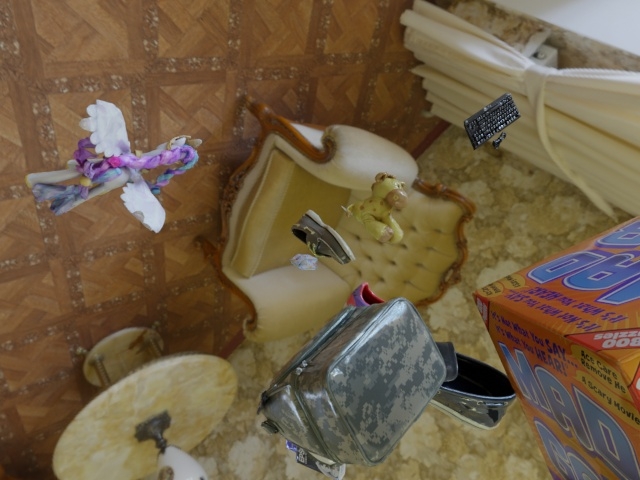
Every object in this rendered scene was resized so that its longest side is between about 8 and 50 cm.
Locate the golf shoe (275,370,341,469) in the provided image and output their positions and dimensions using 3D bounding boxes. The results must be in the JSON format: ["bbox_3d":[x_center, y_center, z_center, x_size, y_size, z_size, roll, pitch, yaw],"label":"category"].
[{"bbox_3d":[-0.016,0.418,1.137,0.105,0.272,0.120,-13,149,-44],"label":"golf shoe"}]

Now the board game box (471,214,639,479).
[{"bbox_3d":[0.472,0.177,0.565,0.357,0.355,0.356,-24,-177,0],"label":"board game box"}]

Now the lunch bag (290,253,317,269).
[{"bbox_3d":[-0.062,0.079,1.734,0.084,0.071,0.053,-2,101,-26],"label":"lunch bag"}]

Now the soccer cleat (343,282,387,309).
[{"bbox_3d":[0.205,0.260,1.385,0.109,0.318,0.116,-13,137,-50],"label":"soccer cleat"}]

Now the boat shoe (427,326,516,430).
[{"bbox_3d":[0.271,0.317,1.177,0.155,0.501,0.186,-58,-172,34],"label":"boat shoe"}]

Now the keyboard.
[{"bbox_3d":[0.443,-0.291,1.181,0.180,0.023,0.108,-35,107,-21],"label":"keyboard"}]

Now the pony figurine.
[{"bbox_3d":[-0.493,-0.171,1.125,0.364,0.351,0.302,-15,108,7],"label":"pony figurine"}]

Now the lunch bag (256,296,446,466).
[{"bbox_3d":[0.050,0.269,0.915,0.305,0.212,0.256,-37,-172,-41],"label":"lunch bag"}]

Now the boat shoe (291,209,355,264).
[{"bbox_3d":[0.002,0.003,1.372,0.091,0.305,0.109,-37,122,-6],"label":"boat shoe"}]

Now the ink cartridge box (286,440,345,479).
[{"bbox_3d":[-0.022,0.577,1.374,0.045,0.209,0.206,-26,121,-57],"label":"ink cartridge box"}]

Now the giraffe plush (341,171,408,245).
[{"bbox_3d":[0.190,-0.108,1.384,0.170,0.210,0.181,-55,172,14],"label":"giraffe plush"}]
